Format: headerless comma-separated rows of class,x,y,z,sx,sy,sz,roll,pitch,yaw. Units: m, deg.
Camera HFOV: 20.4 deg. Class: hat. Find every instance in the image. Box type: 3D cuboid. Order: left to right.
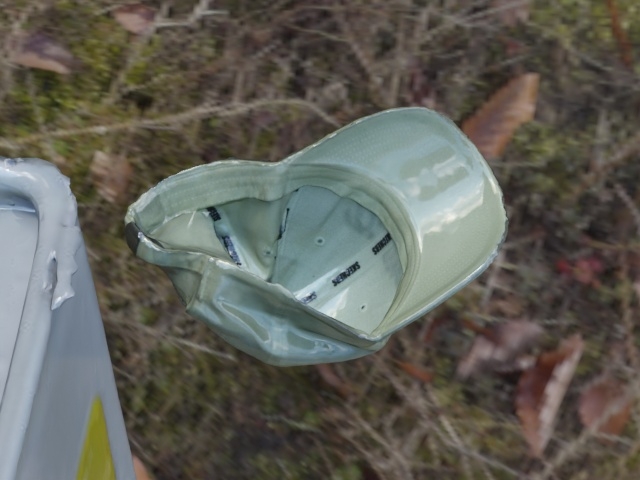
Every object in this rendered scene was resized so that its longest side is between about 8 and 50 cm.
hat,0.004,-0.003,0.856,0.166,0.081,0.122,-32,79,4

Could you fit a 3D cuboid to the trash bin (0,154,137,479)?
trash bin,-0.199,0.152,0.682,0.296,0.255,0.367,5,136,3
